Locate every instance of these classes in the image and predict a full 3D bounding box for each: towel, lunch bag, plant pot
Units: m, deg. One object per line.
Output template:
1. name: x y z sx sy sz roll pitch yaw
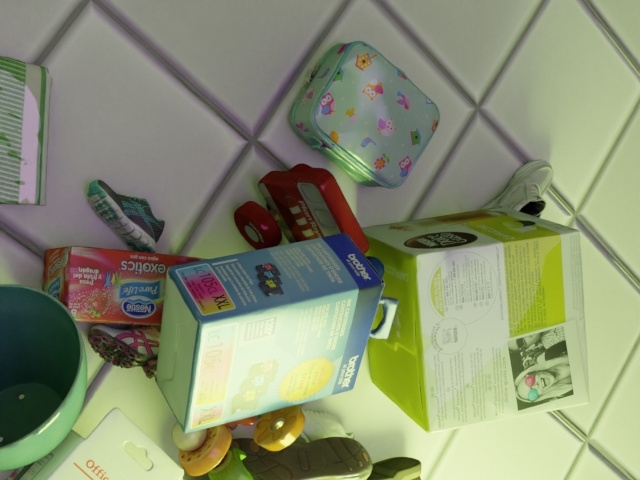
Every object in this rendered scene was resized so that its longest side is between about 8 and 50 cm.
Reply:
1. towel: -0.588 -0.178 1.612 0.325 0.038 0.247 2 93 -32
2. lunch bag: 0.082 -0.240 2.003 0.279 0.108 0.224 36 81 -29
3. plant pot: -0.491 0.242 1.605 0.290 0.290 0.195 -42 151 -23

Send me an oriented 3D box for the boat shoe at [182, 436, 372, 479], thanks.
1. boat shoe: -0.080 0.458 1.926 0.356 0.132 0.130 1 123 -8

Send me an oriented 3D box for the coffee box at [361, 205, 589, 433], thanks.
1. coffee box: 0.285 0.138 1.998 0.335 0.337 0.338 -8 101 -14

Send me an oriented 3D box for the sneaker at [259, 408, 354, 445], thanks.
1. sneaker: -0.025 0.372 2.028 0.235 0.090 0.094 41 56 -31

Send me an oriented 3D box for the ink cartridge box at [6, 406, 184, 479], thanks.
1. ink cartridge box: -0.426 0.458 1.737 0.353 0.119 0.207 -48 117 -19

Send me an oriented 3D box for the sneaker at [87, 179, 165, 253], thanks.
1. sneaker: -0.335 -0.053 1.787 0.166 0.065 0.076 51 52 -30

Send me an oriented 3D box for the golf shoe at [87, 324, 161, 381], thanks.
1. golf shoe: -0.324 0.186 1.818 0.186 0.067 0.086 28 46 -26

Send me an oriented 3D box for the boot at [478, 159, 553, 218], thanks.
1. boot: 0.459 -0.086 2.261 0.258 0.123 0.095 -43 116 -22

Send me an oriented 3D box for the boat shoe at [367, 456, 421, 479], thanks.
1. boat shoe: 0.088 0.526 2.091 0.307 0.111 0.104 -5 97 -33

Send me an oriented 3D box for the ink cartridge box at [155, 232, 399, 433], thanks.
1. ink cartridge box: -0.063 0.147 1.742 0.396 0.151 0.270 -12 135 -28

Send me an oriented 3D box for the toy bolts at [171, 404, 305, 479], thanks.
1. toy bolts: -0.166 0.302 1.820 0.218 0.228 0.158 -39 116 0

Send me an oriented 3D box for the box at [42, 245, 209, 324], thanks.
1. box: -0.330 0.081 1.747 0.257 0.128 0.122 6 84 -34

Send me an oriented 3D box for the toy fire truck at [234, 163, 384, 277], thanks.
1. toy fire truck: 0.000 0.000 1.888 0.169 0.254 0.302 -38 114 -24
